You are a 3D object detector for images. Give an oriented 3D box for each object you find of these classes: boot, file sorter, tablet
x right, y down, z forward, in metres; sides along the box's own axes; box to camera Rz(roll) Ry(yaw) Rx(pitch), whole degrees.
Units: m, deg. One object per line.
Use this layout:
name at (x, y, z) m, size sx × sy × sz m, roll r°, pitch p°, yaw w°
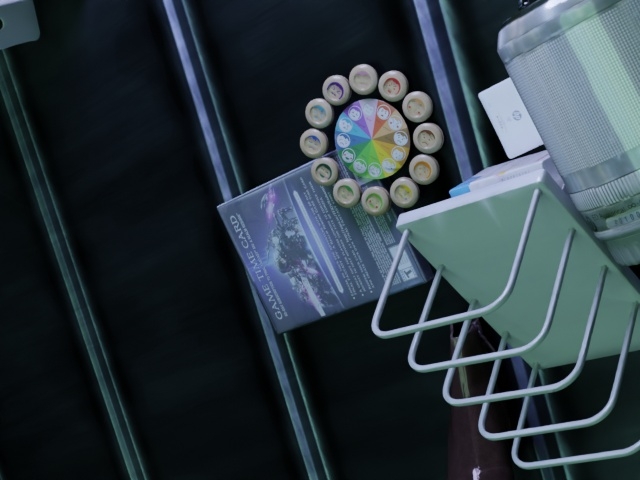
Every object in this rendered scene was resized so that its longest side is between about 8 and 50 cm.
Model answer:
boot at (0.170, 0.211, 1.492) m, size 0.090 × 0.248 × 0.207 m, roll -11°, pitch 101°, yaw 13°
file sorter at (0.217, 0.098, 1.371) m, size 0.193 × 0.173 × 0.277 m, roll -17°, pitch 130°, yaw 41°
tablet at (0.216, -0.138, 1.459) m, size 0.054 × 0.006 × 0.083 m, roll -25°, pitch 93°, yaw 41°

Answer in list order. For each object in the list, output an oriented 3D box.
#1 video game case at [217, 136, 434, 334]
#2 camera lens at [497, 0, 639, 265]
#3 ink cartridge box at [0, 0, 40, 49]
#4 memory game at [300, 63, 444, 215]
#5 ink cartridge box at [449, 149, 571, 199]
video game case at (0.000, 0.000, 1.674) m, size 0.274 × 0.026 × 0.196 m, roll -22°, pitch 94°, yaw 42°
camera lens at (0.313, -0.140, 1.240) m, size 0.219 × 0.219 × 0.274 m, roll -26°, pitch 92°, yaw 41°
ink cartridge box at (-0.439, -0.420, 1.715) m, size 0.119 × 0.207 × 0.353 m, roll 9°, pitch 115°, yaw 37°
memory game at (0.061, -0.120, 1.557) m, size 0.186 × 0.012 × 0.186 m, roll 7°, pitch 106°, yaw 24°
ink cartridge box at (0.235, -0.045, 1.426) m, size 0.143 × 0.092 × 0.090 m, roll -16°, pitch 99°, yaw 41°
